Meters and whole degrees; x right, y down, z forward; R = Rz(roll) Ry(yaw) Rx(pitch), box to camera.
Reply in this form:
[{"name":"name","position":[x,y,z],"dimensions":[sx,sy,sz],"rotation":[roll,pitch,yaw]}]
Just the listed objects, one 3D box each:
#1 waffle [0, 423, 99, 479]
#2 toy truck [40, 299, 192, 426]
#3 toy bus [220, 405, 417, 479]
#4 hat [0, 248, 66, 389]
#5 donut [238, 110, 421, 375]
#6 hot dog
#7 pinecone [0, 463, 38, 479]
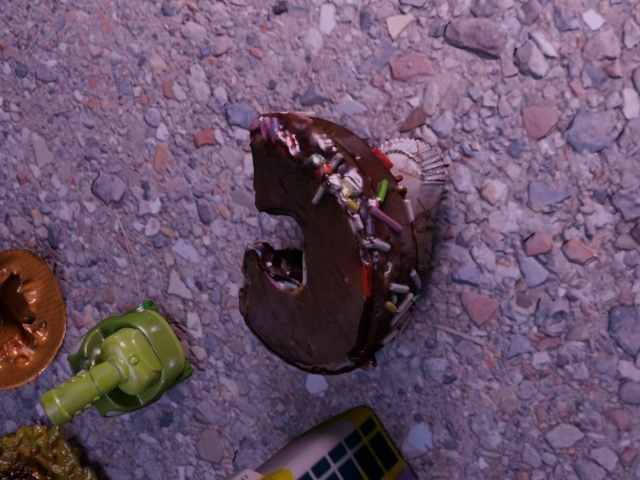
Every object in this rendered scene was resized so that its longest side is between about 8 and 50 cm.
[{"name":"waffle","position":[-0.466,0.427,1.821],"dimensions":[0.243,0.059,0.238],"rotation":[-21,96,31]},{"name":"toy truck","position":[-0.300,0.189,1.582],"dimensions":[0.187,0.210,0.148],"rotation":[-29,91,14]},{"name":"toy bus","position":[-0.048,0.404,1.365],"dimensions":[0.209,0.440,0.249],"rotation":[-34,86,33]},{"name":"hat","position":[-0.570,0.093,1.700],"dimensions":[0.233,0.244,0.233],"rotation":[20,107,37]},{"name":"donut","position":[0.016,0.012,1.336],"dimensions":[0.259,0.136,0.345],"rotation":[24,125,40]},{"name":"hot dog","position":[0.105,-0.040,1.364],"dimensions":[0.108,0.059,0.191],"rotation":[25,122,29]},{"name":"pinecone","position":[-0.500,0.426,1.764],"dimensions":[0.102,0.102,0.109],"rotation":[-5,79,29]}]
